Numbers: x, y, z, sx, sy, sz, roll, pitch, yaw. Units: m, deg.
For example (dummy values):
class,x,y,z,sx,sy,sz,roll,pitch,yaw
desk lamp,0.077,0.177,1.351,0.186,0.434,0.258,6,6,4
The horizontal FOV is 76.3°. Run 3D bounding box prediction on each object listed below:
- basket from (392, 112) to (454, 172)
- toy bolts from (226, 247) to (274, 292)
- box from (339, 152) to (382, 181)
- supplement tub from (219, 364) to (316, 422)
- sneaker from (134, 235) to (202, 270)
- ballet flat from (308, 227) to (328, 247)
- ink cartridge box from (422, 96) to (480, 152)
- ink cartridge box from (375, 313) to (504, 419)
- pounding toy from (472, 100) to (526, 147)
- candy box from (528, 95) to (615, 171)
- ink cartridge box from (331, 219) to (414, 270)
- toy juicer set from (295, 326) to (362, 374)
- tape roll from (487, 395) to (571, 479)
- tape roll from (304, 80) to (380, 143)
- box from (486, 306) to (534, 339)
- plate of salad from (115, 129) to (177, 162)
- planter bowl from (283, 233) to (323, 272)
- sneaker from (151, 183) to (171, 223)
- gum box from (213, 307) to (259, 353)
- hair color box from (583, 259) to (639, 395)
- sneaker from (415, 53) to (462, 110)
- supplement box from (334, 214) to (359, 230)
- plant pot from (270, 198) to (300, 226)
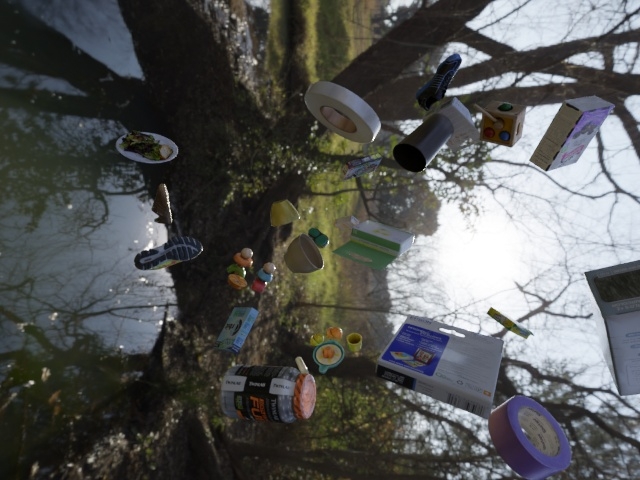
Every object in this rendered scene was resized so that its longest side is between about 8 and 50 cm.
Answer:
class,x,y,z,sx,sy,sz,roll,pitch,yaw
basket,0.450,-0.424,1.744,0.154,0.227,0.204,48,-13,-12
toy bolts,-0.351,0.158,2.099,0.158,0.229,0.218,-58,-166,15
box,0.201,-0.366,2.029,0.036,0.207,0.114,59,-28,19
supplement tub,-0.189,0.560,1.495,0.194,0.317,0.193,-5,90,-70
sneaker,-0.488,0.045,1.315,0.094,0.209,0.081,141,-68,-67
ballet flat,0.000,0.000,1.848,0.188,0.070,0.070,-126,-148,-59
ink cartridge box,0.604,-0.517,1.841,0.189,0.233,0.066,-17,-134,59
ink cartridge box,0.355,0.343,1.184,0.307,0.304,0.072,-27,125,-58
pounding toy,0.562,-0.378,1.292,0.100,0.130,0.141,-43,140,-27
candy box,0.732,-0.311,1.195,0.070,0.165,0.196,51,-34,35
ink cartridge box,0.166,0.007,1.254,0.235,0.171,0.056,-24,129,-54
toy juicer set,0.009,0.481,1.775,0.329,0.209,0.089,-34,133,-31
tape roll,0.542,0.511,1.062,0.188,0.189,0.080,-86,-158,-51
tape roll,0.102,-0.608,1.956,0.071,0.392,0.392,-59,175,-5
box,0.779,0.342,1.673,0.043,0.105,0.179,-62,-161,6
plate of salad,-0.602,-0.333,1.419,0.199,0.200,0.048,-87,-166,-49
planter bowl,-0.078,0.067,1.639,0.162,0.109,0.162,49,23,-28
sneaker,-0.635,-0.137,1.614,0.066,0.071,0.188,-115,-156,-45
gum box,-0.341,0.359,1.642,0.157,0.041,0.184,-11,-133,51
hair color box,0.684,0.187,0.835,0.374,0.186,0.113,50,34,-37
sneaker,0.481,-0.620,1.618,0.232,0.082,0.090,-48,-129,38
supplement box,0.121,-0.081,1.892,0.062,0.099,0.036,34,55,-43
plant pot,-0.168,-0.129,1.821,0.134,0.135,0.095,-81,155,-76
